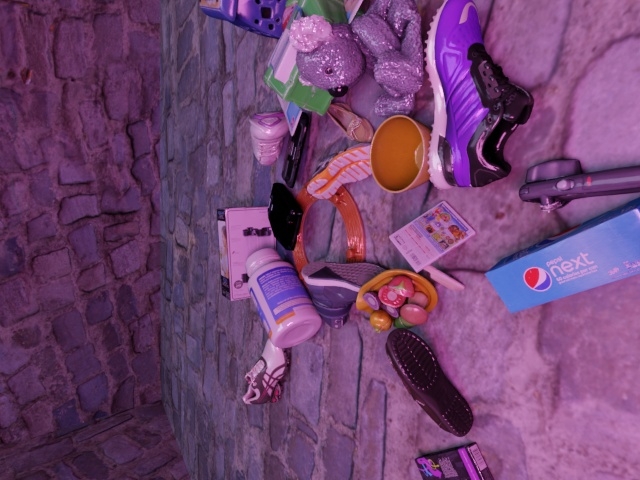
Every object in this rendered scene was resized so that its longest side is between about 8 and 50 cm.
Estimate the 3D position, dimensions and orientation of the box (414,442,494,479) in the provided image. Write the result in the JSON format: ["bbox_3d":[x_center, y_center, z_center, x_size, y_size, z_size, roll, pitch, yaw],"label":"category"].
[{"bbox_3d":[0.258,0.458,0.758,0.162,0.029,0.116,-49,55,46],"label":"box"}]

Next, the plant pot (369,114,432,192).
[{"bbox_3d":[0.169,-0.154,0.732,0.134,0.095,0.134,11,104,54],"label":"plant pot"}]

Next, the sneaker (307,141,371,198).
[{"bbox_3d":[0.049,-0.175,0.927,0.215,0.084,0.083,-24,41,44],"label":"sneaker"}]

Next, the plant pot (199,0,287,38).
[{"bbox_3d":[-0.195,-0.692,1.083,0.236,0.212,0.235,41,127,44],"label":"plant pot"}]

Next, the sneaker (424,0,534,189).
[{"bbox_3d":[0.249,-0.225,0.612,0.146,0.102,0.293,9,107,50],"label":"sneaker"}]

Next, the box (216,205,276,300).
[{"bbox_3d":[-0.233,0.034,1.296,0.087,0.169,0.289,11,105,57],"label":"box"}]

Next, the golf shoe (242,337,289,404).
[{"bbox_3d":[-0.180,0.434,1.322,0.105,0.120,0.272,36,123,50],"label":"golf shoe"}]

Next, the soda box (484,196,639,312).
[{"bbox_3d":[0.333,0.025,0.530,0.071,0.067,0.210,59,141,7],"label":"soda box"}]

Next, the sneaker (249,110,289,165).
[{"bbox_3d":[-0.135,-0.281,1.119,0.305,0.114,0.152,-120,25,-73],"label":"sneaker"}]

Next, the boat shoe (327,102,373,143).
[{"bbox_3d":[0.064,-0.266,0.911,0.153,0.048,0.056,58,138,33],"label":"boat shoe"}]

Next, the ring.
[{"bbox_3d":[0.000,0.000,1.065,0.337,0.032,0.336,12,104,55],"label":"ring"}]

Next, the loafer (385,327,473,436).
[{"bbox_3d":[0.186,0.267,0.750,0.220,0.080,0.078,57,150,7],"label":"loafer"}]

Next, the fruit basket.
[{"bbox_3d":[-0.041,-0.472,0.927,0.327,0.166,0.352,-53,45,36],"label":"fruit basket"}]

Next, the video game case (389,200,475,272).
[{"bbox_3d":[0.196,-0.009,0.714,0.087,0.122,0.011,57,180,35],"label":"video game case"}]

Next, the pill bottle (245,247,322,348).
[{"bbox_3d":[-0.119,0.156,1.157,0.272,0.152,0.152,59,139,33],"label":"pill bottle"}]

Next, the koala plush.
[{"bbox_3d":[0.058,-0.331,0.715,0.196,0.222,0.203,17,-109,-82],"label":"koala plush"}]

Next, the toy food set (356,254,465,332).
[{"bbox_3d":[0.150,0.124,0.769,0.128,0.071,0.218,36,138,-7],"label":"toy food set"}]

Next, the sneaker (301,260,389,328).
[{"bbox_3d":[0.078,0.133,0.926,0.226,0.086,0.163,5,127,29],"label":"sneaker"}]

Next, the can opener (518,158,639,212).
[{"bbox_3d":[0.348,-0.074,0.513,0.186,0.059,0.073,3,97,56],"label":"can opener"}]

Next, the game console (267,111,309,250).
[{"bbox_3d":[-0.080,-0.167,1.114,0.213,0.044,0.361,-125,44,-55],"label":"game console"}]
